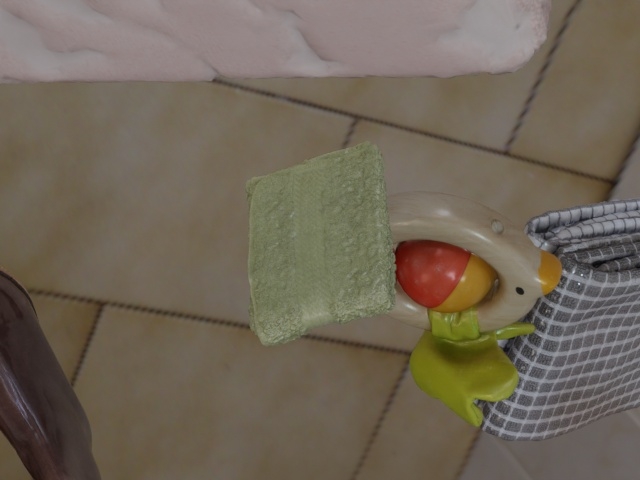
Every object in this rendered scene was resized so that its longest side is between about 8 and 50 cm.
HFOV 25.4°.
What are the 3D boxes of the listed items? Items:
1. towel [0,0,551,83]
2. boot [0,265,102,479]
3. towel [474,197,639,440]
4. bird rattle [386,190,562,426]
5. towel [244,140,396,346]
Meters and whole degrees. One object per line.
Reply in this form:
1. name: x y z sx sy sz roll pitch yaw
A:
1. towel: -0.129 -0.154 0.355 0.332 0.317 0.053 54 46 -51
2. boot: -0.262 0.142 1.277 0.090 0.207 0.248 -31 138 -7
3. towel: 0.301 0.085 1.510 0.283 0.121 0.235 -7 128 -36
4. bird rattle: 0.081 0.020 1.167 0.253 0.143 0.207 36 140 -11
5. towel: 0.000 0.000 0.986 0.110 0.148 0.027 -17 141 16
